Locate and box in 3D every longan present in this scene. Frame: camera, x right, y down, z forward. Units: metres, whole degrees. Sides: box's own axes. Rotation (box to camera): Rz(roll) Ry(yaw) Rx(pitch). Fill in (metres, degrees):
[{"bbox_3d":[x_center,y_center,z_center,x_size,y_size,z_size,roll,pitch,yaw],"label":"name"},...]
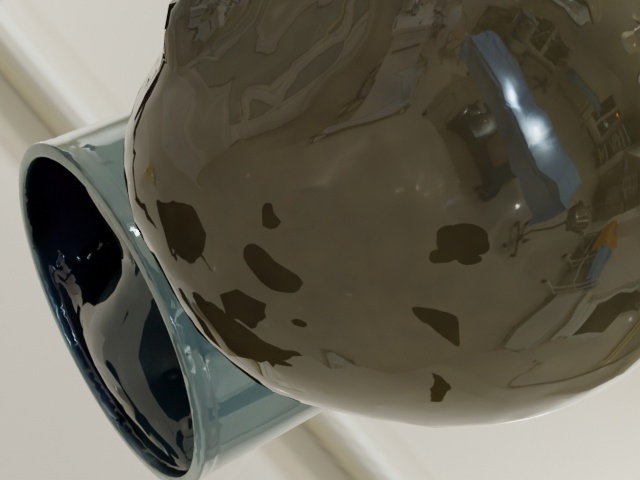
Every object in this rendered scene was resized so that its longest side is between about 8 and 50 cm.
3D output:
[{"bbox_3d":[0.055,-0.049,0.729,0.297,0.297,0.297,23,-41,22],"label":"longan"}]

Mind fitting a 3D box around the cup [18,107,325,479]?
[{"bbox_3d":[-0.011,-0.017,1.108,0.257,0.311,0.331,61,-25,9],"label":"cup"}]
